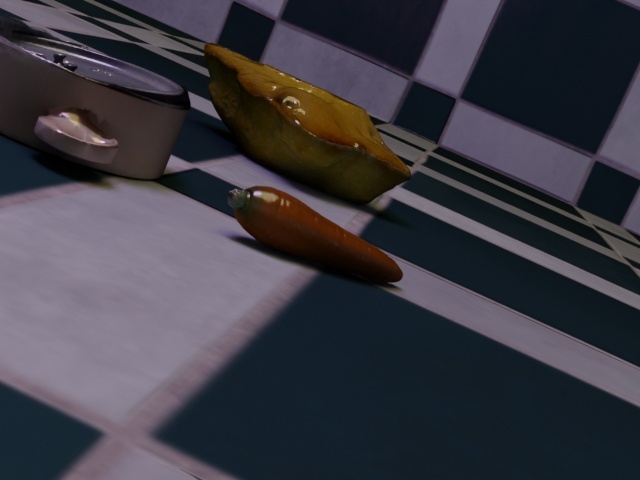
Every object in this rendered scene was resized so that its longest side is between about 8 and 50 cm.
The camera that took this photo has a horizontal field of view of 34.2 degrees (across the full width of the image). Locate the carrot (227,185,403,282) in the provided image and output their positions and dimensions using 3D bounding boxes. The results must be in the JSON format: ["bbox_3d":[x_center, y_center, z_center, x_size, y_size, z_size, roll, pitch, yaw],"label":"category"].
[{"bbox_3d":[0.000,0.000,0.644,0.142,0.035,0.035,26,8,-29],"label":"carrot"}]

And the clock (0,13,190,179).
[{"bbox_3d":[-0.166,-0.099,0.686,0.155,0.063,0.229,21,9,-22],"label":"clock"}]

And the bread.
[{"bbox_3d":[-0.022,-0.110,1.012,0.160,0.088,0.233,11,18,-34],"label":"bread"}]
